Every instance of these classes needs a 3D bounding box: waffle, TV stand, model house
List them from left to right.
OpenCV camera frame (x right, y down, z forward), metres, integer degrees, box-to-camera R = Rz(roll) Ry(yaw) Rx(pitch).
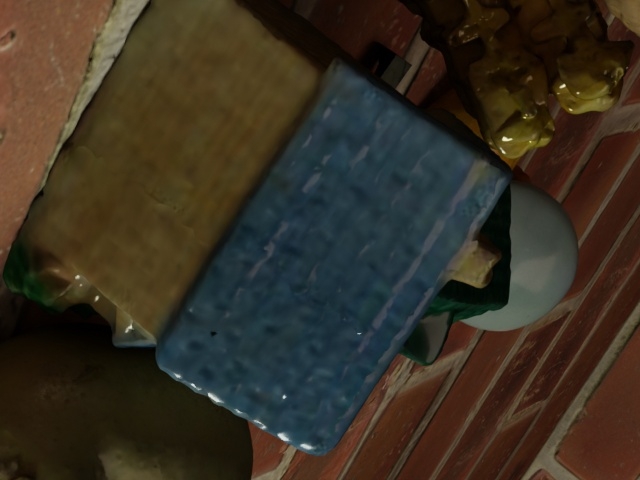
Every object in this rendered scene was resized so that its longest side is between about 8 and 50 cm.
[{"bbox_3d":[0.000,0.000,1.182,0.335,0.342,0.382,-58,156,13],"label":"model house"},{"bbox_3d":[0.006,-0.096,1.427,0.256,0.040,0.049,-55,155,10],"label":"TV stand"},{"bbox_3d":[0.141,-0.245,1.136,0.151,0.261,0.324,-26,126,-1],"label":"waffle"}]

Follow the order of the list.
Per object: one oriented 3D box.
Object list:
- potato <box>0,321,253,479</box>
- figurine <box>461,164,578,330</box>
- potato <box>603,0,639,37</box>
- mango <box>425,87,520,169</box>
[{"bbox_3d":[-0.213,0.187,1.200,0.326,0.243,0.221,8,114,-47],"label":"potato"},{"bbox_3d":[0.293,0.014,1.917,0.225,0.205,0.382,-63,157,13],"label":"figurine"},{"bbox_3d":[0.433,-0.362,1.716,0.161,0.128,0.235,-60,156,-20],"label":"potato"},{"bbox_3d":[0.142,-0.077,1.606,0.295,0.120,0.177,-47,161,12],"label":"mango"}]
